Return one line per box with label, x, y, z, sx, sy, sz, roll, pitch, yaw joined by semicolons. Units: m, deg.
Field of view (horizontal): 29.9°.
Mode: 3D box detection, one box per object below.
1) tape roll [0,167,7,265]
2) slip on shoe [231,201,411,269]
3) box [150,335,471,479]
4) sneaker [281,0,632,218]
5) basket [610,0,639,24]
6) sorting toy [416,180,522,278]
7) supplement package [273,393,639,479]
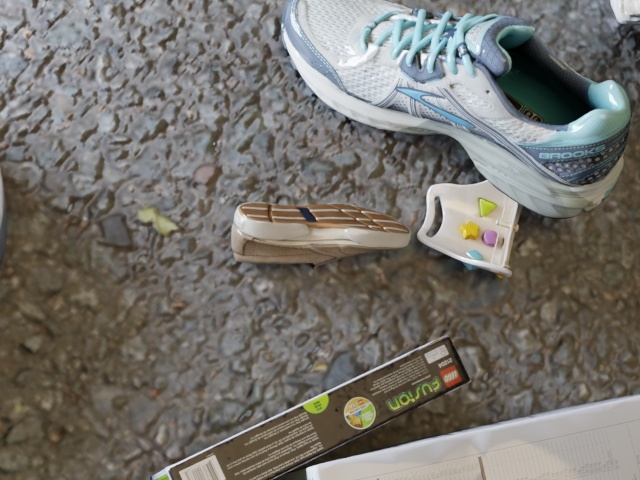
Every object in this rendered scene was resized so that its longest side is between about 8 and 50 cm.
tape roll;-0.322;-0.019;0.798;0.219;0.072;0.219;3;76;-13
slip on shoe;0.000;0.000;0.889;0.135;0.051;0.041;2;115;-21
box;-0.010;0.129;0.813;0.207;0.114;0.036;-23;83;-17
sneaker;0.104;-0.133;0.886;0.283;0.122;0.110;27;64;9
basket;0.376;-0.338;0.858;0.328;0.266;0.331;-7;98;5
sorting toy;0.114;-0.012;0.919;0.075;0.045;0.083;16;63;2
supplement package;0.108;0.196;0.813;0.244;0.134;0.139;-8;78;-16
